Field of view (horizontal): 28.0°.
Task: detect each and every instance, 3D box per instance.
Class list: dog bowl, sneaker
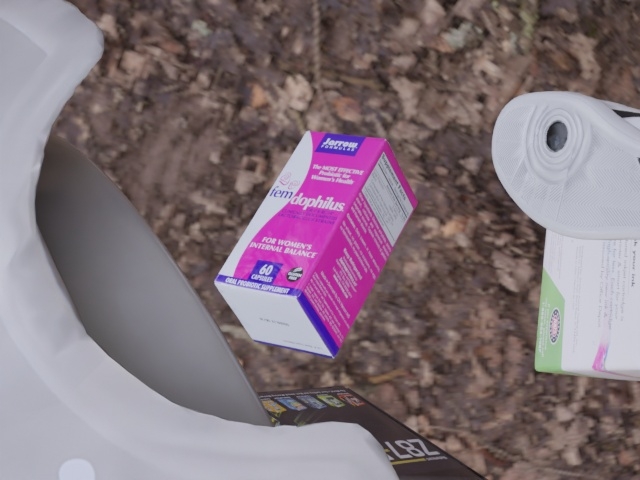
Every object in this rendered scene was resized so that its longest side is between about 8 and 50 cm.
[{"bbox_3d":[-0.083,0.086,0.474,0.102,0.349,0.349,-28,69,-20],"label":"dog bowl"},{"bbox_3d":[0.206,-0.031,0.731,0.217,0.121,0.079,27,110,52],"label":"sneaker"}]

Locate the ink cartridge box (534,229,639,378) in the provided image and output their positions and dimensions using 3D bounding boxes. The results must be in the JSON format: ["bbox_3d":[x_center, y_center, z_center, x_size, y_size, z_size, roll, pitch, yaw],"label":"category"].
[{"bbox_3d":[0.316,0.019,1.127,0.119,0.353,0.207,8,83,-12],"label":"ink cartridge box"}]

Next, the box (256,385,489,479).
[{"bbox_3d":[0.017,0.298,1.590,0.318,0.395,0.097,32,105,34],"label":"box"}]

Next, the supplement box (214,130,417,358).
[{"bbox_3d":[0.000,0.000,1.387,0.111,0.114,0.220,8,54,34],"label":"supplement box"}]
